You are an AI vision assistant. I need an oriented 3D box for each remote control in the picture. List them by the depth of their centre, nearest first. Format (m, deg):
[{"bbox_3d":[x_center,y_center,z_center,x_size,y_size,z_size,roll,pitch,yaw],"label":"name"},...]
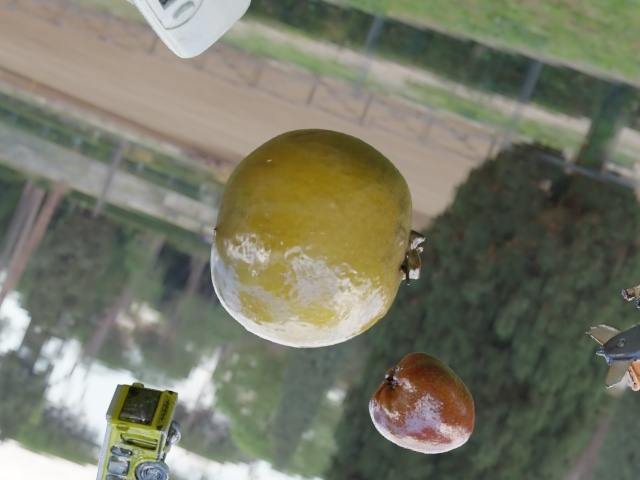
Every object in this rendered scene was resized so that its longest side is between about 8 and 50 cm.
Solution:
[{"bbox_3d":[-0.115,-0.219,1.100,0.049,0.090,0.230,44,172,26],"label":"remote control"}]

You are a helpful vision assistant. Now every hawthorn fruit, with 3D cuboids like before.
[{"bbox_3d":[0.141,0.227,2.069,0.138,0.133,0.133,39,176,-9],"label":"hawthorn fruit"}]

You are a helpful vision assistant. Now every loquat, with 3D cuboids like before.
[{"bbox_3d":[0.000,0.000,1.898,0.275,0.275,0.275,22,179,1],"label":"loquat"}]

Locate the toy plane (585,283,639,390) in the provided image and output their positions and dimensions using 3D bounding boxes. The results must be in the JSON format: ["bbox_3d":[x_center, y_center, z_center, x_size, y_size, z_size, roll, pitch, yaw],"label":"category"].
[{"bbox_3d":[0.319,0.065,1.282,0.062,0.188,0.135,49,-158,-35],"label":"toy plane"}]

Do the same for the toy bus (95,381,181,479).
[{"bbox_3d":[-0.192,0.251,1.543,0.074,0.226,0.081,15,-148,0],"label":"toy bus"}]

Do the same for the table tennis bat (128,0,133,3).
[{"bbox_3d":[-0.202,-0.234,1.720,0.107,0.119,0.170,6,153,35],"label":"table tennis bat"}]
